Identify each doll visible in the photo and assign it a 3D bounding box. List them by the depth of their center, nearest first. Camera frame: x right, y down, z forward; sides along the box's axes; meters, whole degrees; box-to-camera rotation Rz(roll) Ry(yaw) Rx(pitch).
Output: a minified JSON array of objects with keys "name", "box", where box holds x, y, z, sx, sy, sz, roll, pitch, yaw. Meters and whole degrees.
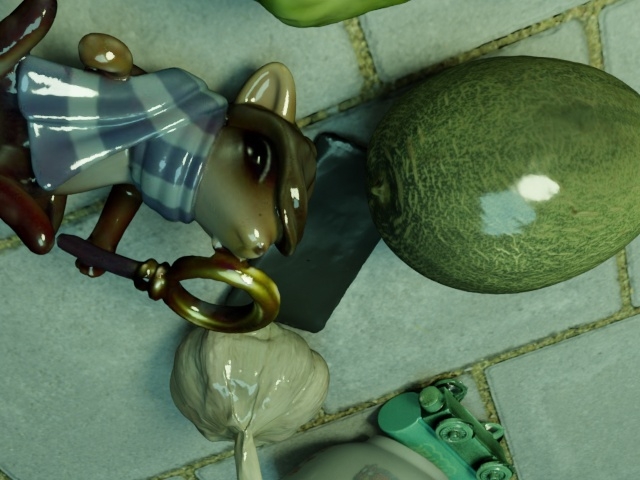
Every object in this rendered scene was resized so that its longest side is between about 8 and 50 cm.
[{"name":"doll","box":[-0.168,-0.065,0.698,0.340,0.209,0.318,8,126,-16]}]

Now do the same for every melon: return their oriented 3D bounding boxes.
[{"name":"melon","box":[0.207,-0.070,0.730,0.329,0.248,0.248,-9,126,-14]}]

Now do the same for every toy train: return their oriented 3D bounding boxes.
[{"name":"toy train","box":[0.201,0.319,1.104,0.159,0.101,0.248,-27,124,26]}]

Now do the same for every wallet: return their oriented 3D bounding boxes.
[{"name":"wallet","box":[0.000,0.000,0.881,0.146,0.030,0.285,22,118,-19]}]

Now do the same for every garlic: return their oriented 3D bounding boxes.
[{"name":"garlic","box":[-0.098,0.220,0.902,0.218,0.212,0.218,1,137,1]}]

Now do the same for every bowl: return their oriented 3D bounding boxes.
[{"name":"bowl","box":[0.103,0.407,1.072,0.345,0.345,0.157,48,64,-32]}]

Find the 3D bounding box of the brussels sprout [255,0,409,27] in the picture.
[{"name":"brussels sprout","box":[0.013,-0.306,0.534,0.227,0.294,0.259,-20,107,-27]}]
